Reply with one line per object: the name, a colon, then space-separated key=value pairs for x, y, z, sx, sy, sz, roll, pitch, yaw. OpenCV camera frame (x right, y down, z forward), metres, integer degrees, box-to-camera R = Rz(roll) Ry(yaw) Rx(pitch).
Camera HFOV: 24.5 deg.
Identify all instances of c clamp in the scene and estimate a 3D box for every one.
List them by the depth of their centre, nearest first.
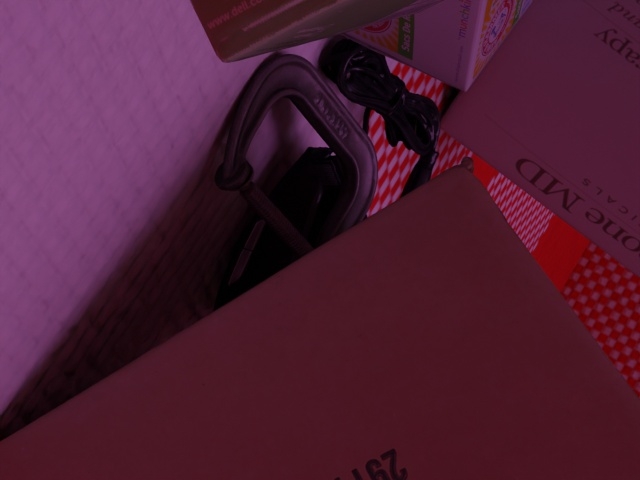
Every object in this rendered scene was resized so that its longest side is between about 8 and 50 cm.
c clamp: x=-0.014 y=-0.025 z=0.874 sx=0.137 sy=0.022 sz=0.161 roll=-55 pitch=136 yaw=-21

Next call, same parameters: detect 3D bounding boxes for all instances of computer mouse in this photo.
computer mouse: x=0.000 y=0.000 z=0.990 sx=0.184 sy=0.060 sz=0.262 roll=23 pitch=85 yaw=-64

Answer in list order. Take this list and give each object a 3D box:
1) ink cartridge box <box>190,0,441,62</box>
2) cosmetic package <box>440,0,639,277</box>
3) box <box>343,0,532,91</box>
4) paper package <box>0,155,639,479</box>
ink cartridge box: x=-0.022 y=-0.183 z=0.472 sx=0.056 sy=0.235 sz=0.171 roll=-23 pitch=-177 yaw=27
cosmetic package: x=0.364 y=-0.187 z=1.162 sx=0.327 sy=0.329 sz=0.394 roll=-53 pitch=180 yaw=-29
box: x=0.073 y=-0.200 z=0.813 sx=0.114 sy=0.103 sz=0.203 roll=-53 pitch=162 yaw=-30
paper package: x=0.028 y=0.176 z=0.774 sx=0.325 sy=0.309 sz=0.168 roll=-31 pitch=157 yaw=-11
